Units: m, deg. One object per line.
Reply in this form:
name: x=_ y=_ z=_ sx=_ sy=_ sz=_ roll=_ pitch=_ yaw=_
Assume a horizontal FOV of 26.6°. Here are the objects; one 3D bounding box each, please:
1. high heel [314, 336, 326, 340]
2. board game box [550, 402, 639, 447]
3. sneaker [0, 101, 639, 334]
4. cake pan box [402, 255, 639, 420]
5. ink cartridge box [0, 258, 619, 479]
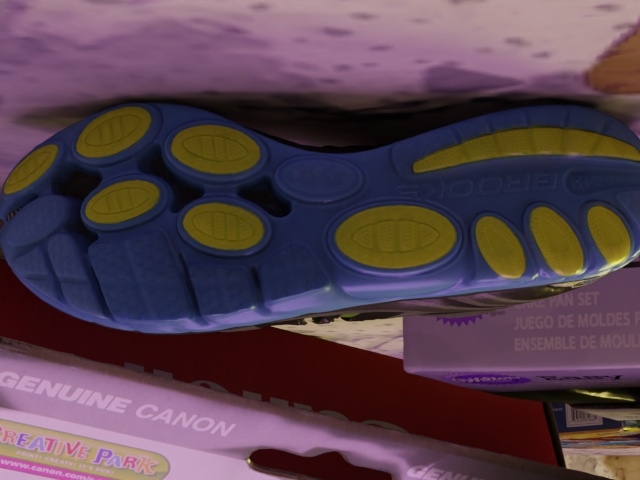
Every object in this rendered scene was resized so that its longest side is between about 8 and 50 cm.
high heel: x=-0.086 y=0.192 z=0.907 sx=0.093 sy=0.261 sz=0.186 roll=35 pitch=148 yaw=-33
board game box: x=0.207 y=0.123 z=1.015 sx=0.194 sy=0.060 sz=0.194 roll=8 pitch=165 yaw=-40
sneaker: x=0.000 y=0.000 z=0.392 sx=0.188 sy=0.067 sz=0.078 roll=-2 pitch=163 yaw=2
cake pan box: x=0.192 y=0.031 z=0.534 sx=0.267 sy=0.070 sz=0.246 roll=-4 pitch=165 yaw=29
ink cartridge box: x=-0.044 y=0.125 z=0.633 sx=0.310 sy=0.130 sz=0.271 roll=16 pitch=128 yaw=-19
